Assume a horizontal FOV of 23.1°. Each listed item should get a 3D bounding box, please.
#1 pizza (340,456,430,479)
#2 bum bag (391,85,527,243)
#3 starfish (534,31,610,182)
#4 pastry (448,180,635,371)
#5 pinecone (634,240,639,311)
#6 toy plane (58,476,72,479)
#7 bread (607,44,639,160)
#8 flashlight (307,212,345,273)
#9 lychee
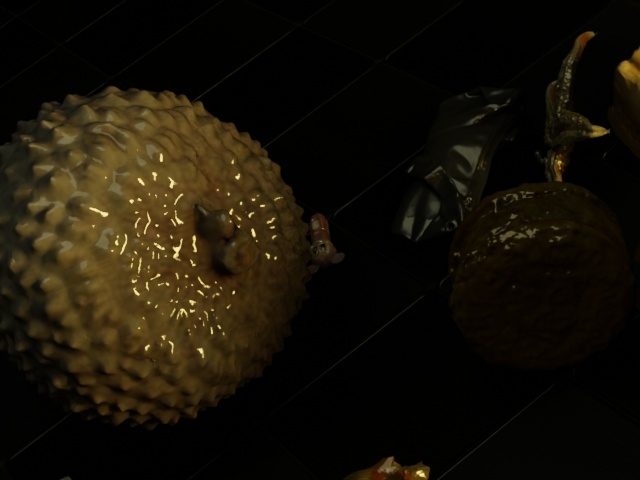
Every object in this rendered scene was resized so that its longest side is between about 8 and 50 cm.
[{"bbox_3d":[-0.030,0.305,1.363,0.440,0.130,0.406,-23,15,34],"label":"pizza"},{"bbox_3d":[0.165,-0.097,1.898,0.123,0.060,0.248,-4,41,33],"label":"bum bag"},{"bbox_3d":[0.285,-0.149,1.823,0.050,0.138,0.247,11,40,-8],"label":"starfish"},{"bbox_3d":[0.217,0.036,1.560,0.188,0.189,0.103,-23,30,10],"label":"pastry"},{"bbox_3d":[0.428,0.039,1.247,0.397,0.398,0.398,-20,33,14],"label":"pinecone"},{"bbox_3d":[-0.315,0.332,1.684,0.078,0.053,0.197,-13,39,40],"label":"toy plane"},{"bbox_3d":[0.396,-0.193,1.709,0.183,0.211,0.224,-36,37,2],"label":"bread"},{"bbox_3d":[0.000,0.000,1.917,0.052,0.031,0.110,-24,32,9],"label":"flashlight"},{"bbox_3d":[-0.209,0.014,1.744,0.432,0.380,0.380,-5,38,53],"label":"lychee"}]
